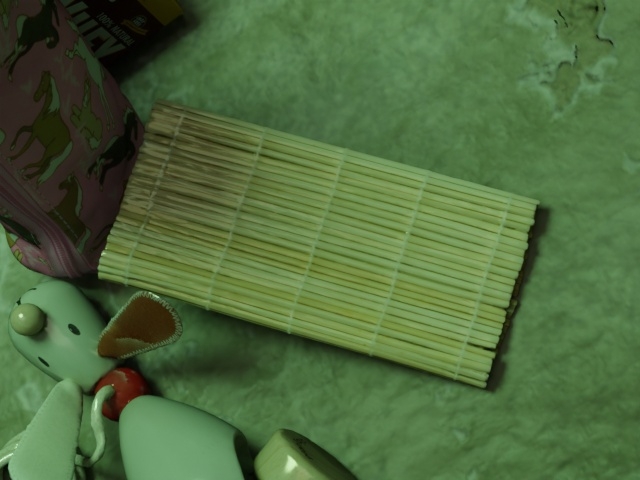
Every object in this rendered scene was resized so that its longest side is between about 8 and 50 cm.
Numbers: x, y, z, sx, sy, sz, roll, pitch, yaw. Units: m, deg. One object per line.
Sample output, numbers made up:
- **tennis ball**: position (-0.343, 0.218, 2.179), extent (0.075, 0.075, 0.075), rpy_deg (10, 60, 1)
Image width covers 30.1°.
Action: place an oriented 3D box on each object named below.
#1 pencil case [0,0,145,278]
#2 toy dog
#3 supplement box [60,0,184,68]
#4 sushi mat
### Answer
- **pencil case**: position (-0.234, -0.103, 0.875), extent (0.160, 0.386, 0.167), rpy_deg (32, 78, 21)
- **toy dog**: position (-0.139, 0.153, 0.896), extent (0.333, 0.161, 0.220), rpy_deg (18, 83, 21)
- **supplement box**: position (-0.260, -0.234, 1.035), extent (0.194, 0.129, 0.191), rpy_deg (-35, 62, 8)
- **sushi mat**: position (0.000, 0.000, 0.915), extent (0.316, 0.019, 0.151), rpy_deg (15, 81, 3)
